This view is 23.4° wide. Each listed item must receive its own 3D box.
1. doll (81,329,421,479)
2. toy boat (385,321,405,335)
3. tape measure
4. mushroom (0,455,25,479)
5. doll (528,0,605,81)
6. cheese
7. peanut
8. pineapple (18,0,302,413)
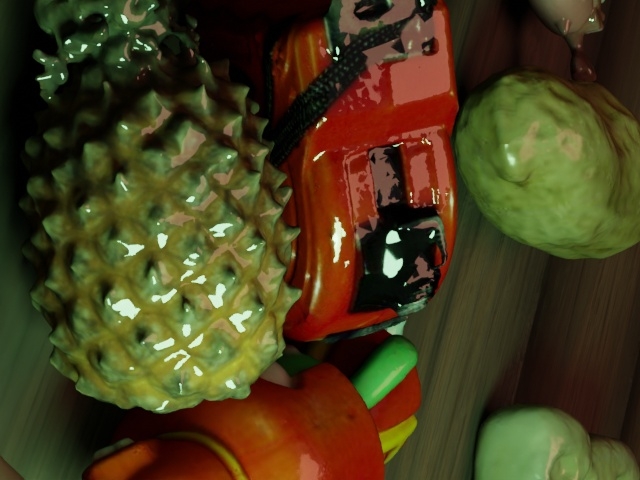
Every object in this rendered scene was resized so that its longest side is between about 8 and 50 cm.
[{"bbox_3d":[-0.051,0.156,1.045,0.363,0.182,0.160,-16,79,-59],"label":"doll"},{"bbox_3d":[0.051,0.047,1.272,0.134,0.079,0.208,-65,171,-49],"label":"toy boat"},{"bbox_3d":[-0.002,-0.057,1.034,0.114,0.253,0.260,-13,107,-22],"label":"tape measure"},{"bbox_3d":[-0.204,0.209,0.735,0.234,0.254,0.260,142,-60,-67],"label":"mushroom"},{"bbox_3d":[0.266,-0.302,1.693,0.211,0.093,0.262,-10,90,-68],"label":"doll"},{"bbox_3d":[0.267,0.375,1.795,0.351,0.129,0.328,33,63,-59],"label":"cheese"},{"bbox_3d":[0.257,-0.084,1.640,0.387,0.169,0.192,18,79,-63],"label":"peanut"},{"bbox_3d":[-0.107,-0.083,0.900,0.175,0.175,0.361,-39,127,-56],"label":"pineapple"}]
